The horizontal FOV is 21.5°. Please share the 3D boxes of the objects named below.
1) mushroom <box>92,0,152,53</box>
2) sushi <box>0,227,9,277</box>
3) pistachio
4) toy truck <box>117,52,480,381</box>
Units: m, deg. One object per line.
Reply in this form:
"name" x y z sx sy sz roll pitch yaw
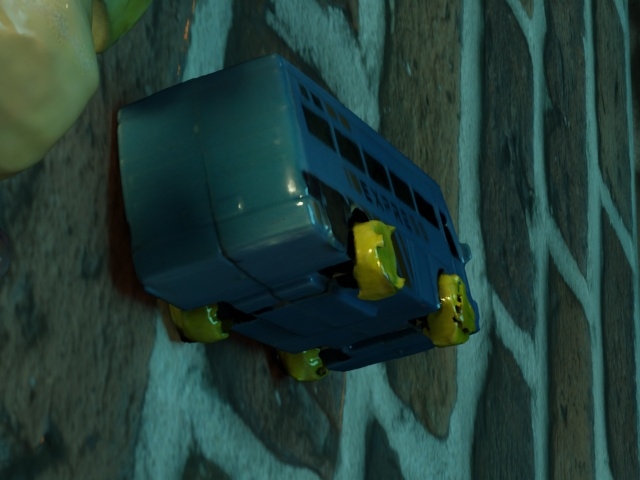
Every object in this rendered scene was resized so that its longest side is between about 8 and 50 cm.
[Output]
"mushroom" -0.116 -0.238 1.121 0.100 0.081 0.312 62 29 -30
"sushi" -0.225 -0.015 0.608 0.270 0.171 0.236 -22 103 -73
"pistachio" -0.196 -0.121 0.781 0.229 0.157 0.157 57 31 -43
"toy truck" 0.000 0.000 1.238 0.385 0.161 0.162 31 45 -64
